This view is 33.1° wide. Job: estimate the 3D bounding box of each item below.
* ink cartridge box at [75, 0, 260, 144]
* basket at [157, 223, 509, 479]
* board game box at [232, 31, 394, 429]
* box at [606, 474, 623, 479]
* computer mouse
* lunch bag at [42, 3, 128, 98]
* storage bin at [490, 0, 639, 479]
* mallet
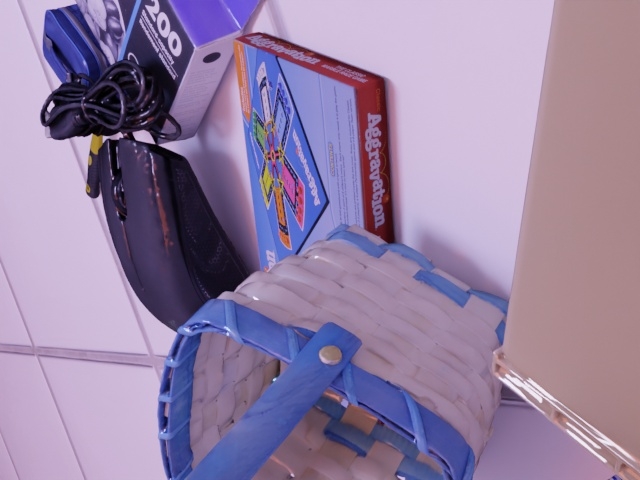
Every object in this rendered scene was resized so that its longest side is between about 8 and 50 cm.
[{"bbox_3d":[-0.137,-0.210,0.846,0.206,0.045,0.208,60,149,13],"label":"ink cartridge box"},{"bbox_3d":[-0.016,0.151,0.634,0.201,0.289,0.255,24,133,13],"label":"basket"},{"bbox_3d":[0.000,0.000,0.785,0.145,0.027,0.281,29,134,45],"label":"board game box"},{"bbox_3d":[0.211,0.187,0.541,0.169,0.054,0.059,44,144,34],"label":"box"},{"bbox_3d":[-0.146,-0.012,0.914,0.188,0.072,0.272,-1,122,54],"label":"computer mouse"},{"bbox_3d":[-0.210,-0.165,0.975,0.098,0.065,0.067,52,148,26],"label":"lunch bag"},{"bbox_3d":[0.198,-0.007,0.359,0.260,0.123,0.262,39,140,40],"label":"storage bin"},{"bbox_3d":[-0.230,-0.104,1.087,0.062,0.039,0.189,59,154,11],"label":"mallet"}]
